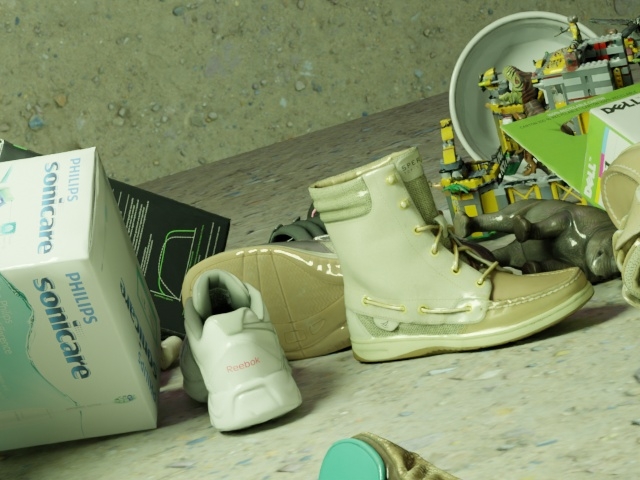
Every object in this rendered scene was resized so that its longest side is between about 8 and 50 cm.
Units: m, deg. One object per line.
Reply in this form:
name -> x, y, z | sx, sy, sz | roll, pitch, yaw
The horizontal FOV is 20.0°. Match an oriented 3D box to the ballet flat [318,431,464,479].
ballet flat -> 0.056, 0.153, 0.992 | 0.067, 0.073, 0.206 | 11, 4, -17

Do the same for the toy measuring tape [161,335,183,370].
toy measuring tape -> -0.298, 0.096, 1.721 | 0.330, 0.121, 0.121 | -12, 9, 15

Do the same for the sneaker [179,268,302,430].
sneaker -> -0.071, 0.075, 1.465 | 0.090, 0.115, 0.232 | -17, 9, -12

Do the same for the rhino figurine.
rhino figurine -> 0.219, 0.004, 1.572 | 0.106, 0.073, 0.243 | -8, 9, -25

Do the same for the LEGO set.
LEGO set -> 0.248, -0.155, 1.950 | 0.255, 0.192, 0.331 | -4, 24, 31

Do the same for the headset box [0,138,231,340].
headset box -> -0.279, 0.005, 1.790 | 0.283, 0.131, 0.246 | 19, -12, -33

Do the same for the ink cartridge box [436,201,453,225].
ink cartridge box -> 0.139, -0.025, 2.023 | 0.083, 0.028, 0.048 | -6, 12, 44

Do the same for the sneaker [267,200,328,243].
sneaker -> 0.000, 0.000, 1.844 | 0.147, 0.105, 0.296 | -12, 12, -17

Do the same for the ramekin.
ramekin -> 0.260, -0.169, 2.183 | 0.207, 0.207, 0.109 | -14, 0, 7

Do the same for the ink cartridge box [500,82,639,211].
ink cartridge box -> 0.312, -0.104, 1.661 | 0.188, 0.097, 0.255 | -19, 40, -26

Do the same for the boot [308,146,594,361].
boot -> 0.102, 0.003, 1.459 | 0.213, 0.165, 0.077 | -12, 10, 27

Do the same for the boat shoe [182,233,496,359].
boat shoe -> 0.020, 0.043, 1.593 | 0.285, 0.103, 0.092 | -7, 6, 22

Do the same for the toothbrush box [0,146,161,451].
toothbrush box -> -0.293, 0.062, 1.439 | 0.295, 0.216, 0.126 | -9, 46, 7

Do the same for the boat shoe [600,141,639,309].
boat shoe -> 0.265, 0.002, 1.358 | 0.098, 0.109, 0.302 | -24, 22, -6
